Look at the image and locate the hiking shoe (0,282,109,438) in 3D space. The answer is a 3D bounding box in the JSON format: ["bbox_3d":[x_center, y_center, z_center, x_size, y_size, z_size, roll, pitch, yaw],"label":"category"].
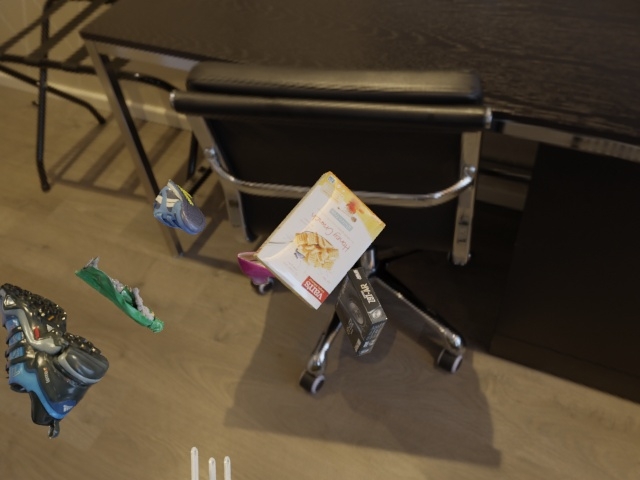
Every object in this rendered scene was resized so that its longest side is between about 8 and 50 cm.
[{"bbox_3d":[-0.468,0.171,0.965,0.304,0.113,0.132,30,83,41],"label":"hiking shoe"}]

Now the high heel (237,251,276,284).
[{"bbox_3d":[-0.103,0.053,1.653,0.244,0.117,0.082,-10,47,19],"label":"high heel"}]

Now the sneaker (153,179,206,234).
[{"bbox_3d":[-0.222,-0.040,0.938,0.059,0.053,0.144,-44,37,1],"label":"sneaker"}]

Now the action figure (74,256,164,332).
[{"bbox_3d":[-0.454,0.134,1.403,0.063,0.232,0.137,-51,23,-25],"label":"action figure"}]

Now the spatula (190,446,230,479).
[{"bbox_3d":[-0.190,0.500,1.078,0.019,0.168,0.242,-18,57,16],"label":"spatula"}]

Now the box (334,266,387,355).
[{"bbox_3d":[0.042,0.079,0.660,0.018,0.083,0.067,-14,60,-19],"label":"box"}]

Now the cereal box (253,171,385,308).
[{"bbox_3d":[0.000,0.000,1.269,0.173,0.047,0.240,42,76,-13],"label":"cereal box"}]
